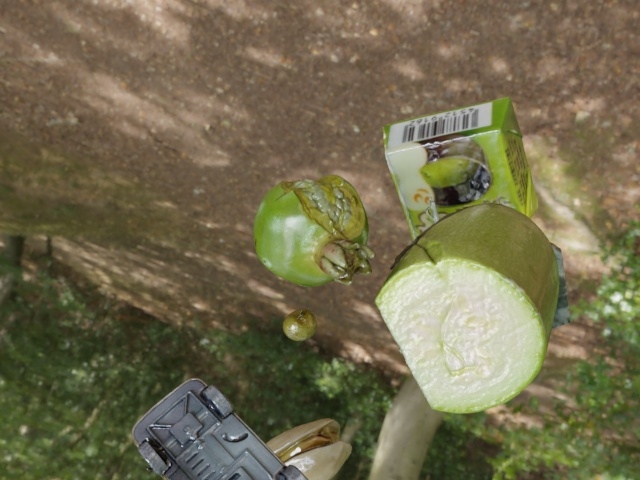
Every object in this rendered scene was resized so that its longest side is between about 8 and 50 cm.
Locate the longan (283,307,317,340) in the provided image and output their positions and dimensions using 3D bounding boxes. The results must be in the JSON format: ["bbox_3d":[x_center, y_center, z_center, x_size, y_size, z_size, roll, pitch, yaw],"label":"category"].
[{"bbox_3d":[-0.043,0.174,1.684,0.075,0.075,0.083,16,142,16],"label":"longan"}]

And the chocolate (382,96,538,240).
[{"bbox_3d":[0.310,-0.141,1.790,0.301,0.137,0.288,-9,120,24],"label":"chocolate"}]

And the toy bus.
[{"bbox_3d":[-0.115,0.328,1.066,0.289,0.139,0.157,37,157,28],"label":"toy bus"}]

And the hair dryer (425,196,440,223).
[{"bbox_3d":[0.297,0.011,1.714,0.167,0.199,0.067,3,-174,-11],"label":"hair dryer"}]

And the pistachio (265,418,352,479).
[{"bbox_3d":[-0.044,0.407,1.441,0.152,0.223,0.126,23,-151,-45],"label":"pistachio"}]

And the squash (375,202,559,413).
[{"bbox_3d":[0.237,0.064,1.170,0.210,0.309,0.233,-25,102,23],"label":"squash"}]

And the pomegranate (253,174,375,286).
[{"bbox_3d":[0.000,0.000,1.549,0.236,0.236,0.302,29,-167,-39],"label":"pomegranate"}]

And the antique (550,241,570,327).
[{"bbox_3d":[0.464,0.090,1.696,0.088,0.183,0.086,-12,-166,-9],"label":"antique"}]
